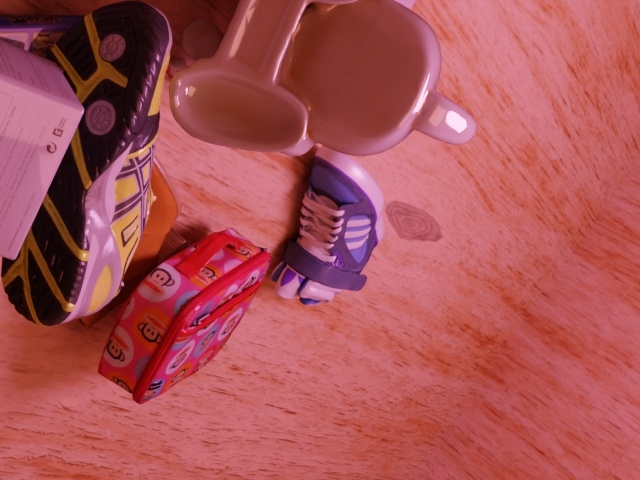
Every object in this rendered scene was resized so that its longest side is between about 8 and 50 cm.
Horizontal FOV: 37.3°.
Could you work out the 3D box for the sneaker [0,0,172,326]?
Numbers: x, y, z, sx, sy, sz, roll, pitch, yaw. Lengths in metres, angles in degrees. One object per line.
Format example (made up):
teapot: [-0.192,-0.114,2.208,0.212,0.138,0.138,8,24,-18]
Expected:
sneaker: [-0.260,-0.092,1.110,0.147,0.145,0.385,-8,122,-67]

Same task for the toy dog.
toy dog: [0.014,-0.262,1.254,0.408,0.395,0.285,-95,-161,-77]

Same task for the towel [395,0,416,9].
towel: [0.143,-0.493,1.497,0.187,0.049,0.282,-44,147,-15]

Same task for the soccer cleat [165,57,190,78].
soccer cleat: [-0.204,-0.240,1.307,0.036,0.029,0.083,-64,151,-1]

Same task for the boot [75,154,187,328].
boot: [-0.300,-0.001,1.334,0.211,0.104,0.295,-40,149,-22]

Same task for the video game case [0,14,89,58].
video game case: [-0.348,-0.140,1.120,0.269,0.061,0.244,-11,121,-37]

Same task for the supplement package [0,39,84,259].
supplement package: [-0.411,-0.130,0.911,0.292,0.177,0.175,21,105,-31]

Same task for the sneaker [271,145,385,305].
sneaker: [0.000,0.000,1.696,0.236,0.130,0.323,-50,153,-14]

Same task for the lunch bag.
lunch bag: [-0.198,0.094,1.458,0.258,0.120,0.293,-59,169,27]
